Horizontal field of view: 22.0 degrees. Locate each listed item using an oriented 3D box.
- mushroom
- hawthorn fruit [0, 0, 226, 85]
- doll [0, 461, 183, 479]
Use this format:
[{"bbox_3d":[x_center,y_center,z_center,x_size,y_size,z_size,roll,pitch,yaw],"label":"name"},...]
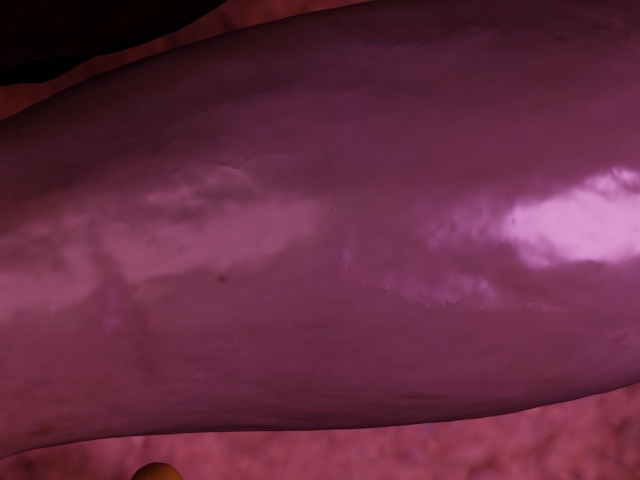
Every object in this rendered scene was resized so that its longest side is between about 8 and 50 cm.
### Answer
[{"bbox_3d":[0.000,0.000,0.448,0.350,0.128,0.128,-15,90,-26],"label":"mushroom"},{"bbox_3d":[-0.099,-0.159,0.425,0.215,0.215,0.250,0,82,-3],"label":"hawthorn fruit"},{"bbox_3d":[-0.207,0.146,0.470,0.365,0.094,0.160,-31,94,-3],"label":"doll"}]
